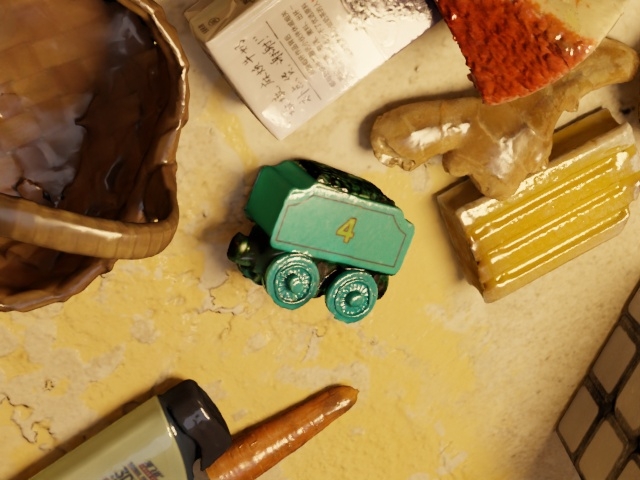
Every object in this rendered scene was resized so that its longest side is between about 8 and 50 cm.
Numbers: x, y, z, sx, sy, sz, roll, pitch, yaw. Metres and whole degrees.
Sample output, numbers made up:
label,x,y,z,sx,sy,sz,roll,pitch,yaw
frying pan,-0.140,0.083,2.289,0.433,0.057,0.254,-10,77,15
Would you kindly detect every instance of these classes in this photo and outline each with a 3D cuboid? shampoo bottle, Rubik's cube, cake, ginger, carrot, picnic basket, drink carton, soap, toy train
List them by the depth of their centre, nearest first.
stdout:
label,x,y,z,sx,sy,sz,roll,pitch,yaw
picnic basket,-0.251,-0.071,0.970,0.293,0.337,0.337,17,110,-29
cake,0.184,-0.270,1.055,0.158,0.159,0.262,-55,125,-30
drink carton,-0.004,-0.222,1.117,0.222,0.102,0.134,-37,126,0
toy train,0.000,0.000,1.241,0.198,0.107,0.154,16,102,-29
ginger,0.219,-0.142,1.264,0.333,0.081,0.148,-31,83,-12
shampoo bottle,-0.265,0.300,1.310,0.359,0.078,0.134,-34,128,-2
soap,0.265,-0.041,1.342,0.232,0.073,0.140,-28,125,-6
carrot,-0.043,0.233,1.380,0.209,0.061,0.061,-30,124,-10
Rubik's cube,0.520,0.239,1.426,0.301,0.304,0.305,24,106,-13

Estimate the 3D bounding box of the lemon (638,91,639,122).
label,x,y,z,sx,sy,sz,roll,pitch,yaw
lemon,0.457,-0.160,1.294,0.193,0.180,0.180,2,117,-41
